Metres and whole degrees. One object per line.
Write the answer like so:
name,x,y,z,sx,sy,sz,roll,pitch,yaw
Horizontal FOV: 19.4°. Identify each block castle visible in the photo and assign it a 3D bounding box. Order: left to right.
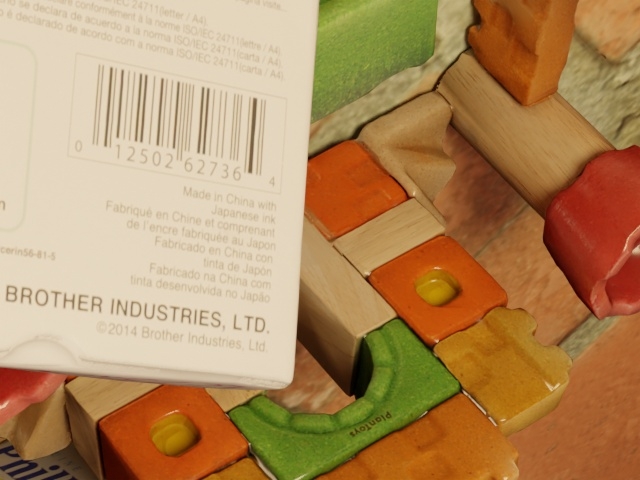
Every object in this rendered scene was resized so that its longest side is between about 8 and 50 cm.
block castle,0.000,0.000,0.816,0.453,0.213,0.303,-29,150,-23

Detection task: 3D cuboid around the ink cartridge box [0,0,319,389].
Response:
ink cartridge box,-0.084,-0.115,0.571,0.185,0.065,0.311,9,84,-39

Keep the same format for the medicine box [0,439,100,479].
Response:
medicine box,-0.183,0.270,0.957,0.289,0.149,0.263,-22,114,-29
